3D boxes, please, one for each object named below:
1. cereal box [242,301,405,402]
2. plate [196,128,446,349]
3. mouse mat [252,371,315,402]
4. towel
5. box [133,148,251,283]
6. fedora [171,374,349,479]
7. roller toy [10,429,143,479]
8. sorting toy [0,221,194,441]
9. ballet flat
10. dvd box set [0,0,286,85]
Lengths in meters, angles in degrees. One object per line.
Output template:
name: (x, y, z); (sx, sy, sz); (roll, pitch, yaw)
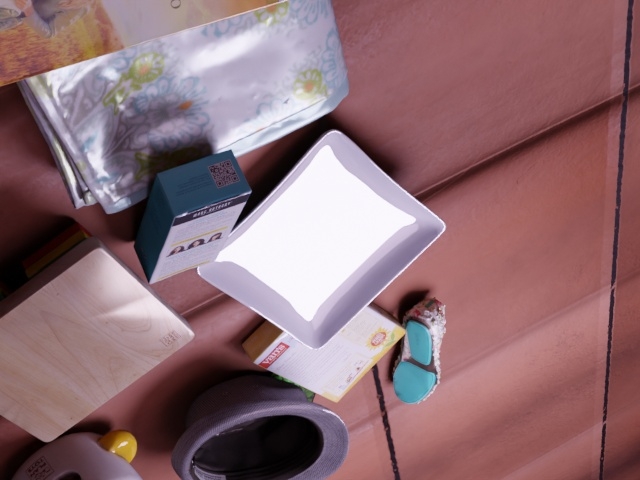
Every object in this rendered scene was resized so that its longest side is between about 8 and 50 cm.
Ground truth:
cereal box: (0.010, 0.155, 1.907); (0.173, 0.047, 0.240); (-45, 140, 9)
plate: (0.000, 0.000, 1.708); (0.278, 0.045, 0.277); (-45, 130, 10)
mouse mat: (-0.075, 0.277, 2.009); (0.153, 0.007, 0.189); (-9, 134, -29)
towel: (-0.156, -0.212, 1.368); (0.374, 0.090, 0.320); (-28, 142, -10)
box: (-0.165, -0.024, 1.498); (0.101, 0.060, 0.244); (-20, 166, -22)
fedora: (-0.102, 0.296, 1.903); (0.276, 0.124, 0.243); (-15, 135, -4)
roller toy: (-0.364, 0.387, 1.797); (0.191, 0.146, 0.209); (-9, 130, -42)
sorting toy: (-0.339, 0.115, 1.575); (0.255, 0.089, 0.257); (-36, 143, 1)
ballet flat: (0.177, 0.187, 2.048); (0.077, 0.091, 0.241); (-51, 160, -37)
dvd box set: (-0.243, -0.318, 1.139); (0.420, 0.062, 0.307); (-19, 124, -15)
